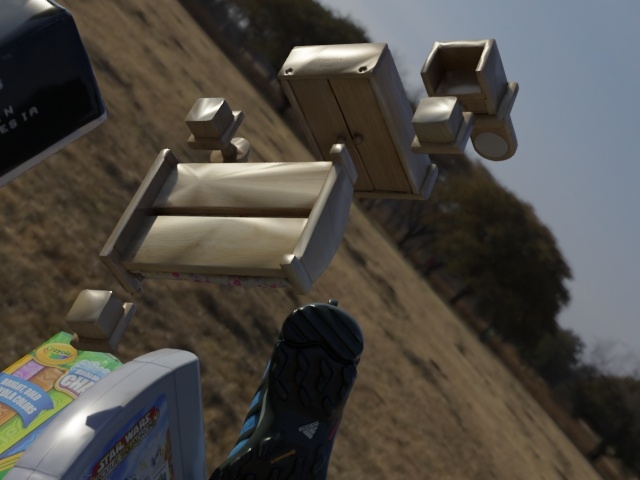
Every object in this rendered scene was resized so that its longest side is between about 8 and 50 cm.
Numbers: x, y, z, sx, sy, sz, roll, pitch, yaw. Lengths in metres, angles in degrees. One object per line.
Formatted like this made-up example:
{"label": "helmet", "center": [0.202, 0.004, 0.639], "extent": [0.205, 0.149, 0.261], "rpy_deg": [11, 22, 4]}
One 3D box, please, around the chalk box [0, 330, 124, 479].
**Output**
{"label": "chalk box", "center": [-0.293, 0.241, 1.216], "extent": [0.179, 0.289, 0.180], "rpy_deg": [20, -46, 39]}

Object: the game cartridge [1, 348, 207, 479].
{"label": "game cartridge", "center": [-0.186, 0.227, 0.901], "extent": [0.062, 0.198, 0.297], "rpy_deg": [12, 27, 19]}

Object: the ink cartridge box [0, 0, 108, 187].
{"label": "ink cartridge box", "center": [-0.274, -0.107, 0.458], "extent": [0.371, 0.176, 0.069], "rpy_deg": [34, -29, 34]}

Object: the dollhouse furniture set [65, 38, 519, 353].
{"label": "dollhouse furniture set", "center": [0.000, 0.000, 0.934], "extent": [0.303, 0.355, 0.174], "rpy_deg": [2, -40, 29]}

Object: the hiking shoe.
{"label": "hiking shoe", "center": [-0.032, 0.208, 1.021], "extent": [0.113, 0.304, 0.132], "rpy_deg": [26, 0, 5]}
